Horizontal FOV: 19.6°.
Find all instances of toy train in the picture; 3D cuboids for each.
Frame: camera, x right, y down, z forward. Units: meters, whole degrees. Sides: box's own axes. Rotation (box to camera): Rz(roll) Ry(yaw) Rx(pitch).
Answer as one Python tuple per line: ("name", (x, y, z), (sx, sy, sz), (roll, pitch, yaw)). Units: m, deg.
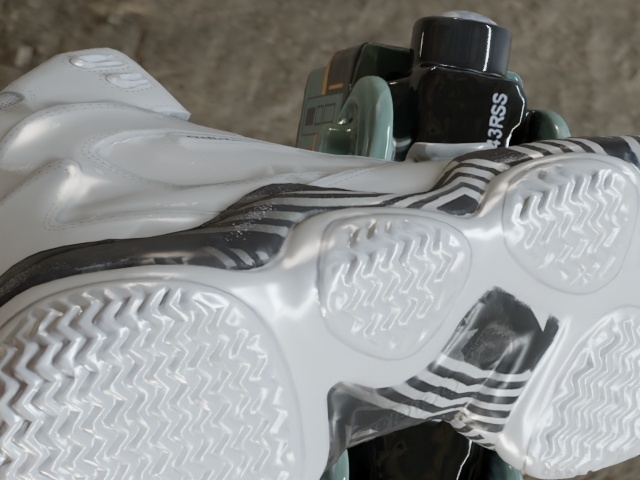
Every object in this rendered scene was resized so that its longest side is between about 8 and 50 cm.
("toy train", (0.039, 0.046, 0.993), (0.142, 0.190, 0.334), (8, 89, -16))

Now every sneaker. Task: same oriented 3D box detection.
("sneaker", (0.000, 0.000, 0.721), (0.210, 0.366, 0.137), (38, 131, 48))
